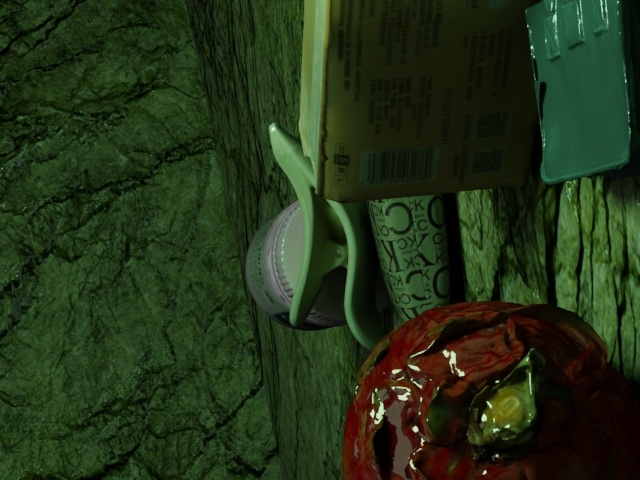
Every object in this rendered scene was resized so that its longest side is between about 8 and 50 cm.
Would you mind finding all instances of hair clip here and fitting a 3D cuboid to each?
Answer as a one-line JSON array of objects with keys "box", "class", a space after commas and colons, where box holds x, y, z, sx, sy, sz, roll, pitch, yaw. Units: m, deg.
[{"box": [0.018, -0.006, 2.013, 0.172, 0.113, 0.282, -28, -63, -74], "class": "hair clip"}]

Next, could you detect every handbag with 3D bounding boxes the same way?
[{"box": [0.224, -0.138, 1.343, 0.229, 0.062, 0.179, 156, 108, -79], "class": "handbag"}]

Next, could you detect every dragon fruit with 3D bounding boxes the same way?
[{"box": [0.151, 0.195, 1.436, 0.342, 0.277, 0.277, 82, 173, -54], "class": "dragon fruit"}]

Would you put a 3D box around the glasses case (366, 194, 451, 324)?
[{"box": [0.093, -0.062, 1.943, 0.137, 0.085, 0.354, -104, 4, -76], "class": "glasses case"}]

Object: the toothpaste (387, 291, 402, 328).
[{"box": [0.102, -0.029, 2.060, 0.058, 0.056, 0.314, 2, 100, 40], "class": "toothpaste"}]

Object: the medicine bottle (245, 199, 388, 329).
[{"box": [0.007, 0.028, 2.235, 0.291, 0.178, 0.178, 160, 101, -78], "class": "medicine bottle"}]

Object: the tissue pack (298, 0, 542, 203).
[{"box": [0.089, -0.216, 1.576, 0.305, 0.239, 0.238, 92, 165, -48], "class": "tissue pack"}]
